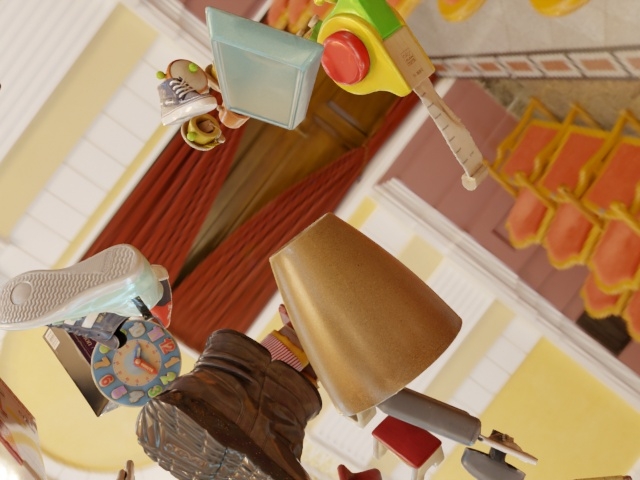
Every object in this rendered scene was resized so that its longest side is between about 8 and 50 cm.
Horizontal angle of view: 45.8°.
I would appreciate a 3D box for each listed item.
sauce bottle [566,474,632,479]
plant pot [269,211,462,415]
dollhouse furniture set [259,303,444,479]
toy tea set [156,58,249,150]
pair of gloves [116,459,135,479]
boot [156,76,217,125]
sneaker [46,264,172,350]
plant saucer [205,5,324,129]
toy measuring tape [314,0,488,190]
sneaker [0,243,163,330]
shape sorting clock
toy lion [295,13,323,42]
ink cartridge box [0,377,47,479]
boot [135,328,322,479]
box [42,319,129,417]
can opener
[{"bbox_3d":[0.309,0.307,0.908,0.042,0.128,0.042,-12,-90,-75],"label":"sauce bottle"},{"bbox_3d":[0.044,0.092,1.150,0.254,0.237,0.237,52,-179,-4],"label":"plant pot"},{"bbox_3d":[-0.001,0.294,1.277,0.374,0.201,0.152,31,149,36],"label":"dollhouse furniture set"},{"bbox_3d":[-0.214,-0.353,1.737,0.200,0.336,0.124,49,137,3],"label":"toy tea set"},{"bbox_3d":[-0.380,0.571,1.490,0.042,0.240,0.204,2,175,-7],"label":"pair of gloves"},{"bbox_3d":[-0.268,-0.282,1.476,0.190,0.069,0.086,-6,99,53],"label":"boot"},{"bbox_3d":[-0.461,0.153,1.481,0.131,0.350,0.148,-147,44,-88],"label":"sneaker"},{"bbox_3d":[-0.039,-0.104,0.496,0.067,0.018,0.192,18,177,-4],"label":"plant saucer"},{"bbox_3d":[0.090,-0.198,0.981,0.330,0.121,0.121,55,178,-10],"label":"toy measuring tape"},{"bbox_3d":[-0.371,0.101,1.176,0.151,0.256,0.094,68,-175,-60],"label":"sneaker"},{"bbox_3d":[-0.427,0.284,1.762,0.206,0.206,0.040,37,153,-1],"label":"shape sorting clock"},{"bbox_3d":[-0.029,-0.314,1.233,0.034,0.096,0.100,36,159,-16],"label":"toy lion"},{"bbox_3d":[-0.880,0.525,2.015,0.385,0.160,0.279,36,156,58],"label":"ink cartridge box"},{"bbox_3d":[-0.037,0.251,0.910,0.338,0.118,0.223,45,-154,2],"label":"boot"},{"bbox_3d":[-0.546,0.289,1.924,0.261,0.103,0.184,50,-148,15],"label":"box"},{"bbox_3d":[0.202,0.305,1.159,0.283,0.095,0.076,24,176,-12],"label":"can opener"}]
